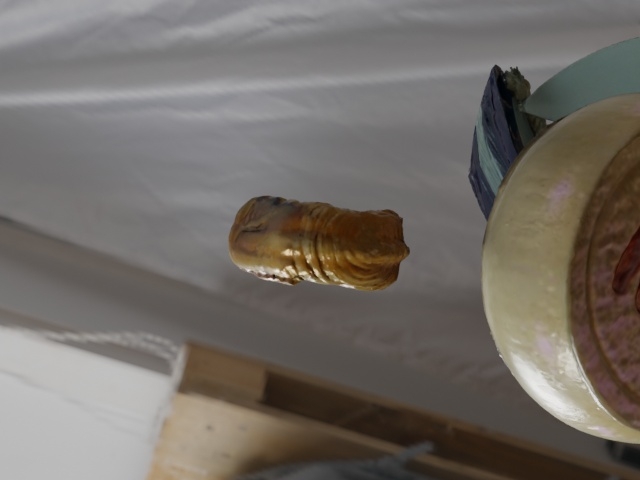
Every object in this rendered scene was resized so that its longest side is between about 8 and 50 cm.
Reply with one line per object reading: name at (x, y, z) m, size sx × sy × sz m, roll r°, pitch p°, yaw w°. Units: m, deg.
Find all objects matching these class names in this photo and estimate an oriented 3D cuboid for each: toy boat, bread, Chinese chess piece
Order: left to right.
bread at (0.000, 0.000, 0.741) m, size 0.110 × 0.083 × 0.044 m, roll -167°, pitch 80°, yaw -67°
toy boat at (0.252, -0.070, 1.190) m, size 0.291 × 0.070 × 0.210 m, roll -10°, pitch 86°, yaw 36°
Chinese chess piece at (0.250, 0.021, 1.082) m, size 0.112 × 0.270 × 0.270 m, roll 10°, pitch 82°, yaw 58°
